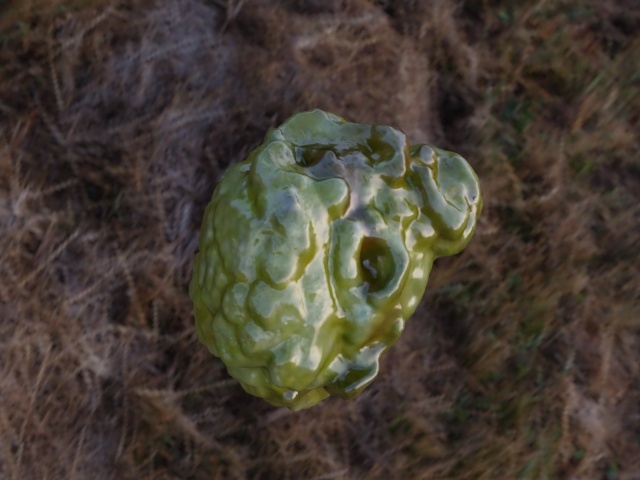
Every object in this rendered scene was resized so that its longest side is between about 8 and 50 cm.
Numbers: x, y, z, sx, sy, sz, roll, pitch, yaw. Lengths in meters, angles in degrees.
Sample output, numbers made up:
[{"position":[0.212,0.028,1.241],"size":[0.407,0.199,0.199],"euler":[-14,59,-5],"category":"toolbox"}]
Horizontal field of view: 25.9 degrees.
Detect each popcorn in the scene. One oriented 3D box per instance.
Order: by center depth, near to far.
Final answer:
[{"position":[0.000,0.000,1.222],"size":[0.286,0.174,0.225],"euler":[-51,132,-8],"category":"popcorn"}]
